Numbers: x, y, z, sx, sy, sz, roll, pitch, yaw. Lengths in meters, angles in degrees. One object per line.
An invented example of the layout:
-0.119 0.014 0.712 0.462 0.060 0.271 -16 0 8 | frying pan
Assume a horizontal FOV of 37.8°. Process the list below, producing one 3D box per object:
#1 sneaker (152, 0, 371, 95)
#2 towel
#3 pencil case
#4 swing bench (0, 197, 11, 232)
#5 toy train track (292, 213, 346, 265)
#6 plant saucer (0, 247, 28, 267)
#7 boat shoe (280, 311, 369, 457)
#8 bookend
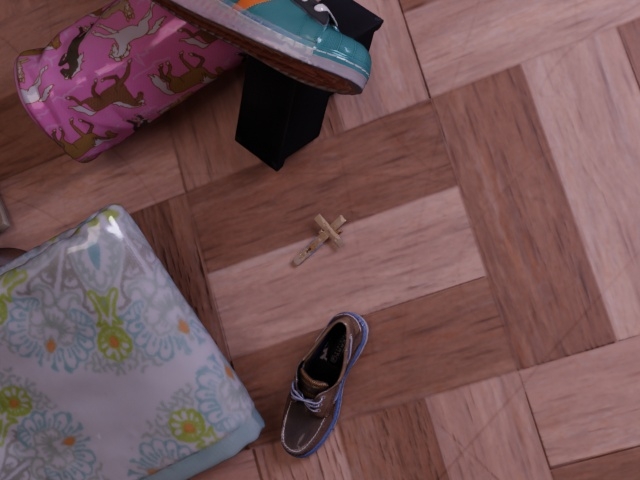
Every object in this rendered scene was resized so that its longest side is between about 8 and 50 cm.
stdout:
-0.062 -0.258 0.968 0.302 0.108 0.121 31 90 19 | sneaker
-0.300 0.175 1.095 0.374 0.090 0.320 -28 108 14 | towel
-0.194 -0.253 1.146 0.386 0.167 0.160 -32 114 13 | pencil case
-0.557 0.026 1.218 0.253 0.165 0.254 -32 32 14 | swing bench
0.000 0.000 1.128 0.083 0.014 0.048 -43 80 16 | toy train track
-0.434 0.106 1.252 0.199 0.036 0.198 -2 82 18 | plant saucer
-0.007 0.166 1.082 0.066 0.066 0.183 22 91 20 | boat shoe
-0.015 -0.190 1.111 0.072 0.156 0.157 38 52 18 | bookend
